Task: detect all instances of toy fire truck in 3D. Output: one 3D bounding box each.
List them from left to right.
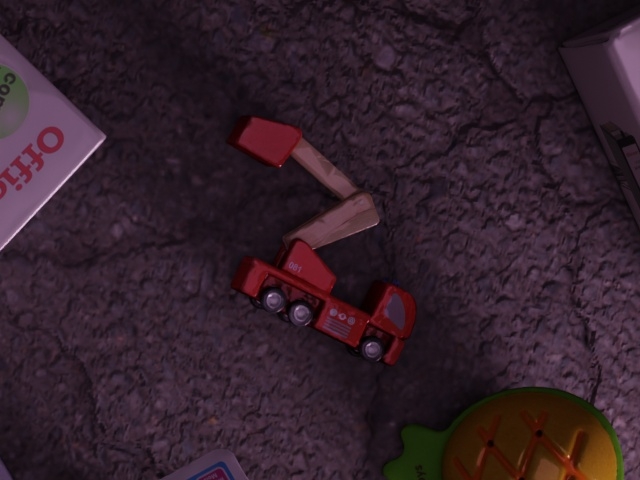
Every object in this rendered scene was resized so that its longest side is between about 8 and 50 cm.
[{"bbox_3d":[0.000,0.000,1.457,0.192,0.047,0.135,27,86,-13],"label":"toy fire truck"}]

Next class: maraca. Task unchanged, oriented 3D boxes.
[{"bbox_3d":[0.142,0.181,1.477,0.186,0.099,0.127,-14,88,14],"label":"maraca"}]

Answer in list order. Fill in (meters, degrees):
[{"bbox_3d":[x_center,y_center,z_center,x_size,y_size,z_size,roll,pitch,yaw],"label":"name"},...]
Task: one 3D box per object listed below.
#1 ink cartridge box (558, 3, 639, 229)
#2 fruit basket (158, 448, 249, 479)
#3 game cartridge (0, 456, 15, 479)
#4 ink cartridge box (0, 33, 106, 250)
[{"bbox_3d":[0.339,-0.077,1.493,0.198,0.115,0.272,-27,99,-10],"label":"ink cartridge box"},{"bbox_3d":[-0.118,0.370,1.351,0.327,0.165,0.353,-29,71,-9],"label":"fruit basket"},{"bbox_3d":[-0.269,0.193,1.425,0.083,0.017,0.056,-30,95,-9],"label":"game cartridge"},{"bbox_3d":[-0.315,-0.094,1.305,0.270,0.197,0.198,44,84,-12],"label":"ink cartridge box"}]
